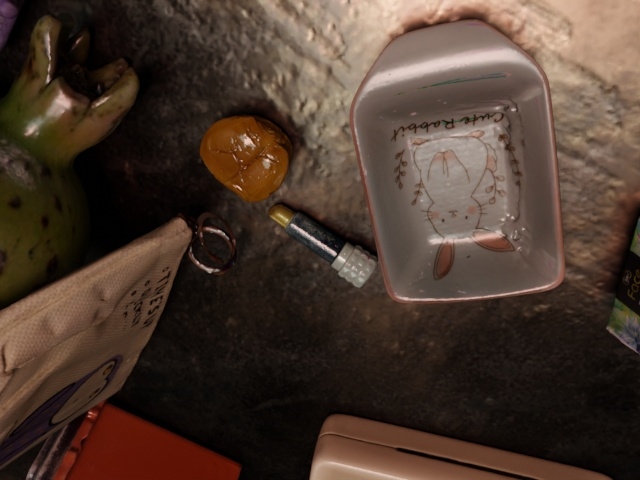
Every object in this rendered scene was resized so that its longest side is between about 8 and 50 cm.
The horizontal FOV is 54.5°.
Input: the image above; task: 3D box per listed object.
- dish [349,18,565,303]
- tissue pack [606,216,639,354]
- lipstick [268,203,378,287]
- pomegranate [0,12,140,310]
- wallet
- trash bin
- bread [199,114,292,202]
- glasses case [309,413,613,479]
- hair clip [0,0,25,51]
[{"bbox_3d":[0.115,-0.063,0.522,0.154,0.064,0.234,-6,117,17],"label":"dish"},{"bbox_3d":[0.296,0.029,0.528,0.085,0.079,0.111,-10,120,-17],"label":"tissue pack"},{"bbox_3d":[0.000,0.000,0.602,0.116,0.037,0.037,35,120,-2],"label":"lipstick"},{"bbox_3d":[-0.303,-0.062,0.556,0.242,0.242,0.306,27,81,-2],"label":"pomegranate"},{"bbox_3d":[-0.236,0.118,0.584,0.068,0.275,0.335,47,130,13],"label":"wallet"},{"bbox_3d":[-0.229,0.318,0.751,0.238,0.184,0.161,23,121,-6],"label":"trash bin"},{"bbox_3d":[-0.065,-0.077,0.568,0.081,0.046,0.083,-12,116,22],"label":"bread"},{"bbox_3d":[0.153,0.302,0.705,0.336,0.076,0.144,10,119,8],"label":"glasses case"},{"bbox_3d":[-0.220,-0.246,0.479,0.278,0.090,0.137,-38,80,26],"label":"hair clip"}]
